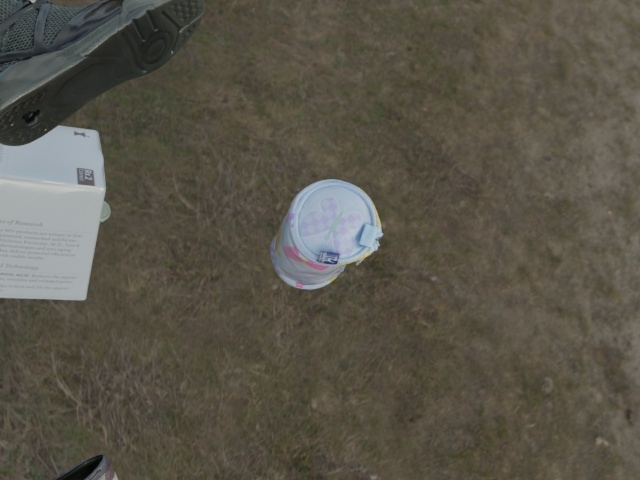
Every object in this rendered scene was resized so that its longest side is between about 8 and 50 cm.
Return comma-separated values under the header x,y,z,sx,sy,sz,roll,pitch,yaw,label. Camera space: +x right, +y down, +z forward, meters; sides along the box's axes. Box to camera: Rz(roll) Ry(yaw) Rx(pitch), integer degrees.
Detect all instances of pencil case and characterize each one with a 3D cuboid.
x,y,z,sx,sy,sz,roll,pitch,yaw,label
0.000,0.000,0.998,0.124,0.273,0.113,8,78,-9,pencil case

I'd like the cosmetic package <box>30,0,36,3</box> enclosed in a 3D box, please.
x,y,z,sx,sy,sz,roll,pitch,yaw,label
-0.570,-0.496,1.209,0.155,0.365,0.197,-12,58,-29,cosmetic package

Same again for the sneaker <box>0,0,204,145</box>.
x,y,z,sx,sy,sz,roll,pitch,yaw,label
-0.224,-0.193,0.638,0.227,0.087,0.130,-35,72,-13,sneaker

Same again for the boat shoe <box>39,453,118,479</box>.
x,y,z,sx,sy,sz,roll,pitch,yaw,label
-0.559,0.535,1.441,0.285,0.092,0.103,-22,21,-34,boat shoe

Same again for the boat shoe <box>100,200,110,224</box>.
x,y,z,sx,sy,sz,roll,pitch,yaw,label
-0.614,-0.076,1.640,0.228,0.069,0.081,16,54,-33,boat shoe

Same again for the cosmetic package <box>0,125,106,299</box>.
x,y,z,sx,sy,sz,roll,pitch,yaw,label
-0.370,-0.040,0.902,0.151,0.183,0.151,4,34,-26,cosmetic package
